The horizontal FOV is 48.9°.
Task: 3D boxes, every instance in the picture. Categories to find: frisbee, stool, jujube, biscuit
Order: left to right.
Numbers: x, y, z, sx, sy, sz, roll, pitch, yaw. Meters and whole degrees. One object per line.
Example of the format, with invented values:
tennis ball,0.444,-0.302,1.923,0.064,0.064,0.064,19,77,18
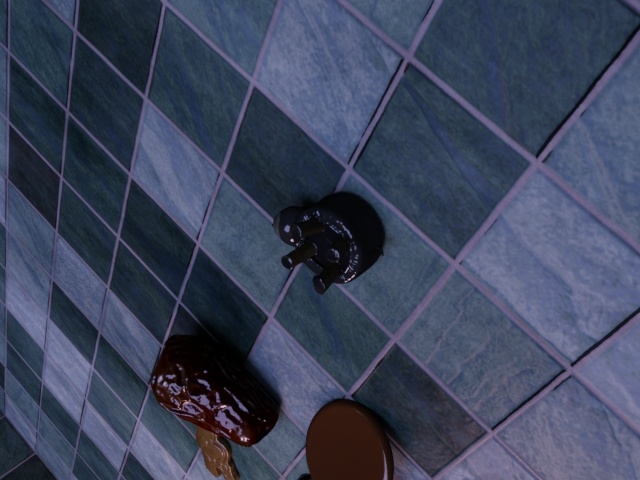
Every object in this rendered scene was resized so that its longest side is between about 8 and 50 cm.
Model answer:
jujube,-0.265,0.381,1.761,0.342,0.216,0.216,30,135,10
biscuit,-0.312,0.619,2.080,0.143,0.040,0.237,5,121,36
stool,0.002,0.009,1.279,0.227,0.139,0.153,-9,108,44
frisbee,0.057,0.477,1.550,0.250,0.021,0.251,-1,89,41

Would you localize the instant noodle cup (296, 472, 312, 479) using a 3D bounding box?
instant noodle cup,-0.004,0.663,1.726,0.122,0.151,0.152,7,121,34
